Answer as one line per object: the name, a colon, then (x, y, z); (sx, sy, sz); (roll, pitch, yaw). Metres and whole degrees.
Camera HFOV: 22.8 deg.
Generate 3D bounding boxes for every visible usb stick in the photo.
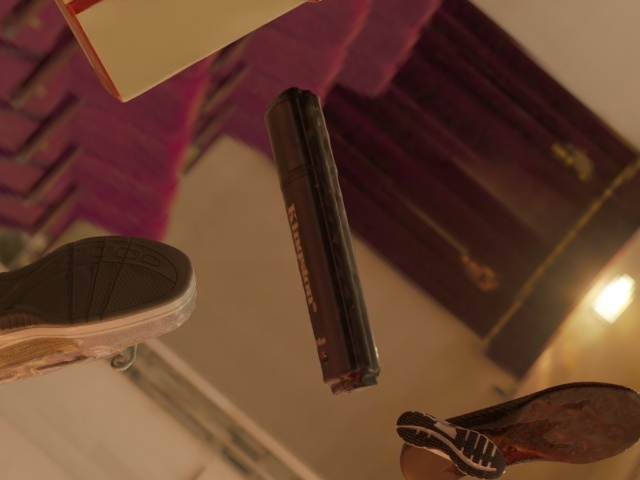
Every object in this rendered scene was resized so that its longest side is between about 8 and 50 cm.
usb stick: (0.000, 0.000, 1.431); (0.045, 0.278, 0.077); (-8, 170, -27)

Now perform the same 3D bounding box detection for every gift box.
gift box: (-0.125, -0.288, 1.357); (0.258, 0.255, 0.276); (-29, -162, -5)

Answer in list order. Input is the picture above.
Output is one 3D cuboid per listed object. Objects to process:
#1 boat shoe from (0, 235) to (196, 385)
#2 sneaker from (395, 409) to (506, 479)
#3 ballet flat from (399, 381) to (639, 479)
boat shoe: (-0.255, 0.082, 1.564); (0.320, 0.103, 0.118); (-16, -137, 20)
sneaker: (0.124, 0.187, 1.476); (0.040, 0.109, 0.044); (-63, 167, 2)
ballet flat: (0.197, 0.188, 1.554); (0.250, 0.084, 0.058); (-17, -172, 12)
